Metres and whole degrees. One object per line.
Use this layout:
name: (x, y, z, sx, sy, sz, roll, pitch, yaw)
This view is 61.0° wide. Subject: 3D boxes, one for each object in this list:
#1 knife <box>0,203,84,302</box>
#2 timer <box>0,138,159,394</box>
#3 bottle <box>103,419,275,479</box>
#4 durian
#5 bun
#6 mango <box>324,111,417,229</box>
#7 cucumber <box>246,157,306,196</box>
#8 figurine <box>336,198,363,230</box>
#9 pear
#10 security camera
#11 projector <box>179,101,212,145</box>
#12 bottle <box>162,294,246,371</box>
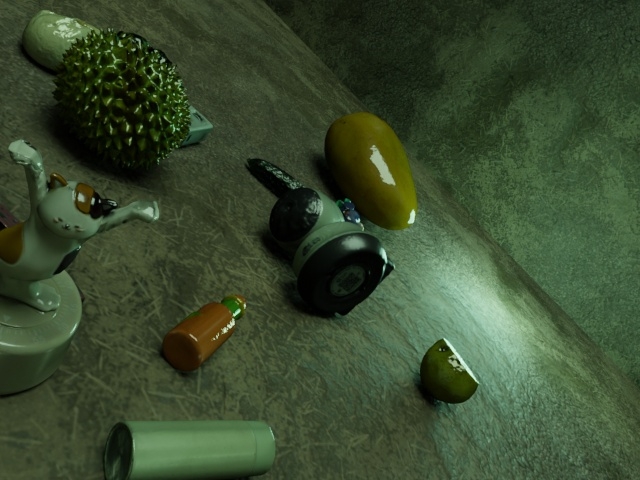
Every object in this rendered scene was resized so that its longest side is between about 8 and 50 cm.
knife: (-0.415, -0.003, 0.765, 0.247, 0.018, 0.035, 46, 11, 6)
timer: (-0.304, 0.022, 0.579, 0.175, 0.266, 0.175, 34, 29, -21)
bottle: (-0.152, 0.256, 0.661, 0.201, 0.072, 0.072, 17, 34, -43)
durian: (-0.372, -0.258, 1.036, 0.291, 0.225, 0.291, 34, -11, 8)
bun: (-0.545, -0.435, 1.182, 0.164, 0.111, 0.188, 49, 29, 23)
mango: (0.165, -0.220, 1.731, 0.300, 0.232, 0.446, 20, 41, -49)
cucumber: (-0.072, -0.128, 1.420, 0.293, 0.067, 0.067, 40, 24, -1)
figurine: (0.074, -0.011, 1.338, 0.195, 0.111, 0.102, 60, 22, -6)
pear: (0.270, 0.292, 1.183, 0.141, 0.104, 0.141, 56, 5, -8)
security camera: (0.000, 0.000, 1.177, 0.191, 0.197, 0.277, 33, 16, -45)
projector: (-0.348, -0.294, 1.295, 0.147, 0.061, 0.115, 43, 26, 3)
bottle: (-0.169, 0.133, 0.850, 0.069, 0.069, 0.187, 43, 23, 4)
